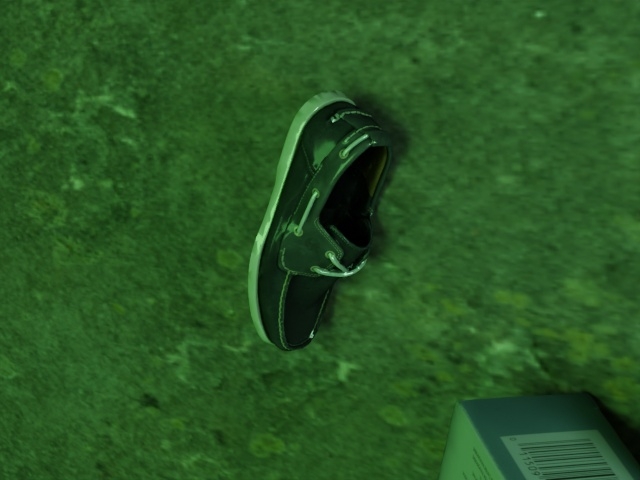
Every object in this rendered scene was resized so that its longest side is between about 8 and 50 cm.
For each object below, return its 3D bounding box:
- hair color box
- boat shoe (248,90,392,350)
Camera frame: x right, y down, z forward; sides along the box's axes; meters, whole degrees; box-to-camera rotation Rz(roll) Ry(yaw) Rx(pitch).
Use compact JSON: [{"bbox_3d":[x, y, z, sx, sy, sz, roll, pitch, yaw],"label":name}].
[{"bbox_3d":[0.146,0.317,0.954,0.185,0.113,0.374,-118,32,-55],"label":"hair color box"},{"bbox_3d":[0.000,0.000,1.052,0.079,0.084,0.233,36,126,32],"label":"boat shoe"}]
